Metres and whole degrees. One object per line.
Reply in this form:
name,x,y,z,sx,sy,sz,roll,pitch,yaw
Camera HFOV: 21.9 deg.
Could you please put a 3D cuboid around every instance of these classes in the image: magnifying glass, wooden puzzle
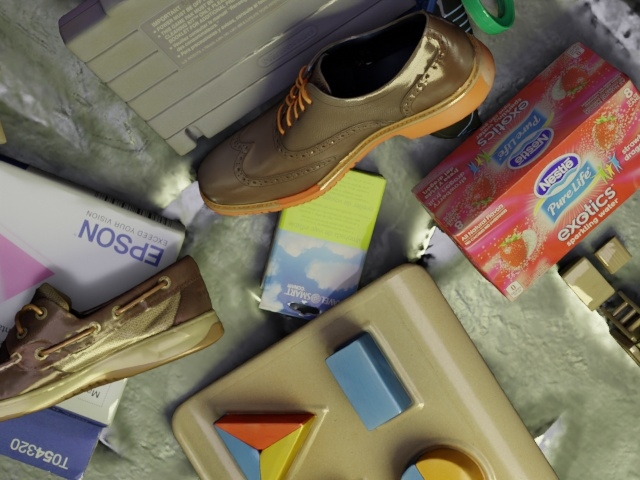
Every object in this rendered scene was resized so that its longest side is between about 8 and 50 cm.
magnifying glass,0.153,-0.335,1.825,0.026,0.092,0.231,-22,92,33
wooden puzzle,0.043,0.245,1.837,0.347,0.080,0.322,-33,87,13

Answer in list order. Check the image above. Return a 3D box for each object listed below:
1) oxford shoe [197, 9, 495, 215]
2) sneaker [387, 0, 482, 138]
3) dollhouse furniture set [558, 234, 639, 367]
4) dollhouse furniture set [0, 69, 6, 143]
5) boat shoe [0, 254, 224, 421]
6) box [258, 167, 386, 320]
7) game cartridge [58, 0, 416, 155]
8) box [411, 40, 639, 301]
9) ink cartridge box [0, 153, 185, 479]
oxford shoe,-0.002,-0.144,1.760,0.363,0.130,0.132,-28,144,22
sneaker,0.132,-0.228,1.840,0.090,0.081,0.232,0,87,-40
dollhouse furniture set,0.395,0.040,1.888,0.182,0.101,0.161,-42,100,2
dollhouse furniture set,-0.464,-0.042,1.681,0.286,0.198,0.303,-17,84,16
boat shoe,-0.280,0.104,1.769,0.342,0.123,0.123,-18,94,-7
box,0.000,0.000,1.876,0.109,0.042,0.178,14,98,-6
game cartridge,-0.071,-0.254,1.734,0.355,0.068,0.230,-31,133,12
box,0.247,-0.077,1.827,0.257,0.123,0.128,-42,125,2
ink cartridge box,-0.358,0.079,1.845,0.324,0.071,0.330,21,95,-8
